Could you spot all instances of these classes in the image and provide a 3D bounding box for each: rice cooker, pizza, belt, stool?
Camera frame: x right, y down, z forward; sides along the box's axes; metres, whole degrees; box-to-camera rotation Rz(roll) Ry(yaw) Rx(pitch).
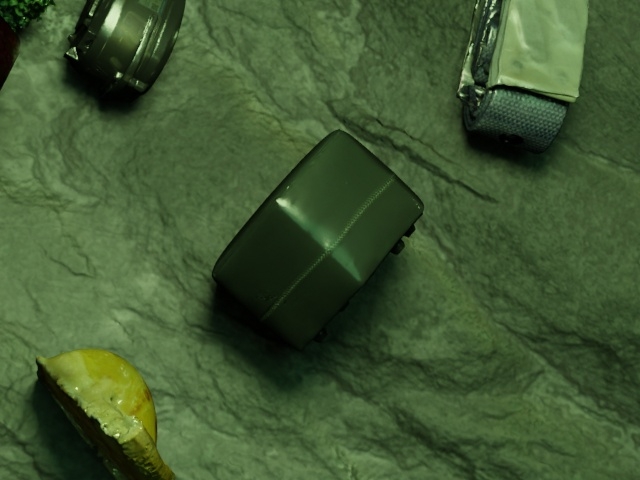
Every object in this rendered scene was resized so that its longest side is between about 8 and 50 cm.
[{"bbox_3d":[-0.211,-0.235,1.767,0.106,0.112,0.165,32,63,-18],"label":"rice cooker"},{"bbox_3d":[-0.196,0.165,1.582,0.080,0.204,0.188,-39,79,-16],"label":"pizza"},{"bbox_3d":[0.231,-0.223,1.895,0.126,0.139,0.230,18,68,-12],"label":"belt"},{"bbox_3d":[0.000,0.000,1.695,0.141,0.232,0.232,42,63,1],"label":"stool"}]

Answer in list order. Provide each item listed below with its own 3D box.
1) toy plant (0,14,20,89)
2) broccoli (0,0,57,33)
[{"bbox_3d":[-0.440,-0.208,1.648,0.235,0.218,0.175,30,36,-19],"label":"toy plant"},{"bbox_3d":[-0.308,-0.329,1.774,0.194,0.194,0.219,-29,58,-25],"label":"broccoli"}]
